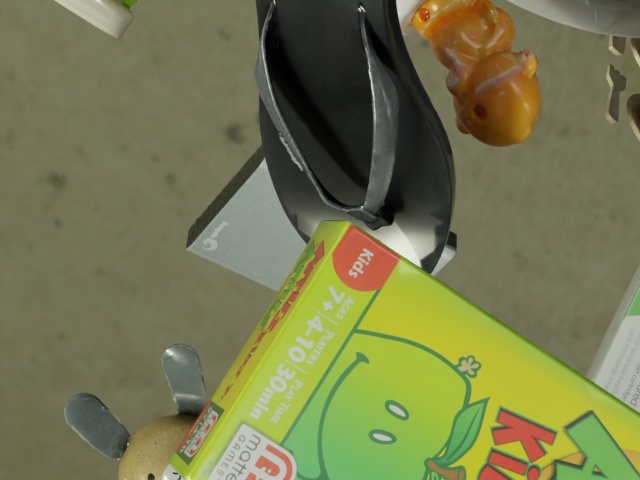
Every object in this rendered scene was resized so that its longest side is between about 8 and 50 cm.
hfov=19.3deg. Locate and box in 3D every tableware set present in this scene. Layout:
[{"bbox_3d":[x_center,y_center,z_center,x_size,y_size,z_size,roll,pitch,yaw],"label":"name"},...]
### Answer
[{"bbox_3d":[0.288,-0.117,1.507,0.128,0.194,0.039,39,122,-16],"label":"tableware set"}]

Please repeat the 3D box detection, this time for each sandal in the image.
[{"bbox_3d":[0.005,-0.081,0.937,0.097,0.054,0.254,-2,121,20],"label":"sandal"}]

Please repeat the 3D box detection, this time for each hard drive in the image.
[{"bbox_3d":[0.000,0.000,1.131,0.135,0.022,0.094,26,133,-20],"label":"hard drive"}]

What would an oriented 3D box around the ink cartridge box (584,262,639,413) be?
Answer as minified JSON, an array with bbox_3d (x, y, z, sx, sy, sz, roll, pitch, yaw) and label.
[{"bbox_3d":[0.331,0.114,1.506,0.212,0.154,0.093,27,166,3],"label":"ink cartridge box"}]

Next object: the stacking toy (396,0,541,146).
[{"bbox_3d":[0.044,-0.182,1.079,0.175,0.166,0.302,-44,69,38],"label":"stacking toy"}]

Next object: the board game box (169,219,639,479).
[{"bbox_3d":[0.055,0.080,0.590,0.181,0.092,0.043,33,174,-10],"label":"board game box"}]

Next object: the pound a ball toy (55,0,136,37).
[{"bbox_3d":[-0.111,-0.220,0.629,0.319,0.136,0.208,31,98,-24],"label":"pound a ball toy"}]

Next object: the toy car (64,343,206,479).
[{"bbox_3d":[-0.094,0.173,1.322,0.188,0.155,0.149,64,174,3],"label":"toy car"}]

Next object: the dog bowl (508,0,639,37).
[{"bbox_3d":[0.194,-0.282,1.304,0.349,0.349,0.102,28,138,4],"label":"dog bowl"}]
